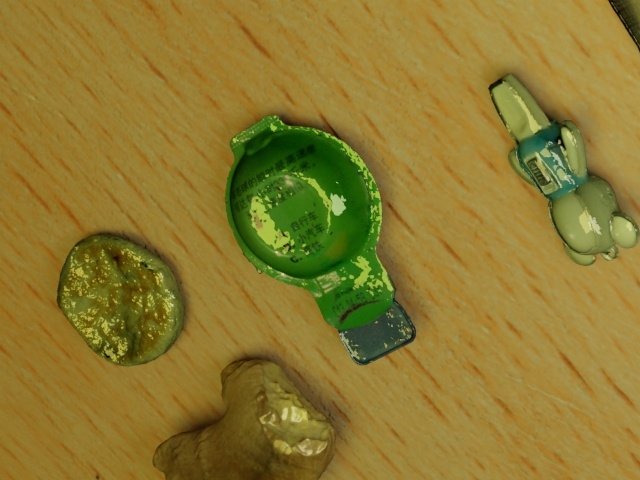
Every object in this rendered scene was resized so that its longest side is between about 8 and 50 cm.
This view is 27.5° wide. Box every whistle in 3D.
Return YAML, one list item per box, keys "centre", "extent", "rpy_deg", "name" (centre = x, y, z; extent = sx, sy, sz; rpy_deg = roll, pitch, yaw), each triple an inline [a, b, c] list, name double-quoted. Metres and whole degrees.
- centre: [0.262, -0.080, 1.439]
  extent: [0.236, 0.077, 0.114]
  rpy_deg: [58, 147, -1]
  name: "whistle"

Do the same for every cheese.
- centre: [0.000, 0.000, 1.566]
  extent: [0.204, 0.083, 0.320]
  rpy_deg: [-29, 96, 27]
  name: "cheese"

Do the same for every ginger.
- centre: [-0.098, 0.268, 1.695]
  extent: [0.275, 0.130, 0.221]
  rpy_deg: [-13, 95, 27]
  name: "ginger"

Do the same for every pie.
- centre: [-0.263, 0.077, 1.725]
  extent: [0.187, 0.041, 0.187]
  rpy_deg: [8, 114, 19]
  name: "pie"

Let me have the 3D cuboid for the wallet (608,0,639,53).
- centre: [0.346, -0.311, 1.325]
  extent: [0.169, 0.044, 0.317]
  rpy_deg: [-31, 96, 33]
  name: "wallet"
